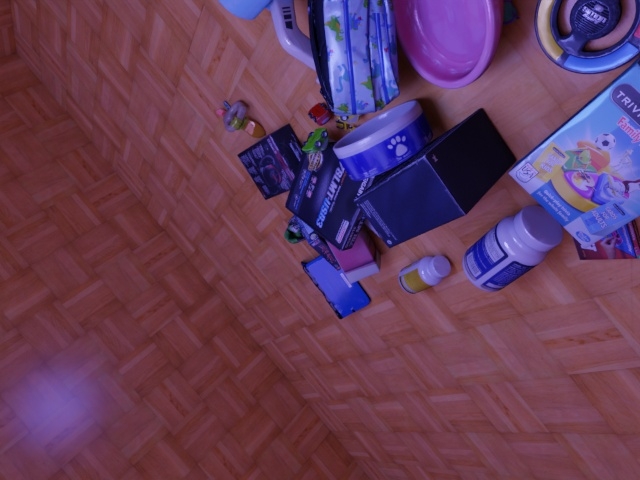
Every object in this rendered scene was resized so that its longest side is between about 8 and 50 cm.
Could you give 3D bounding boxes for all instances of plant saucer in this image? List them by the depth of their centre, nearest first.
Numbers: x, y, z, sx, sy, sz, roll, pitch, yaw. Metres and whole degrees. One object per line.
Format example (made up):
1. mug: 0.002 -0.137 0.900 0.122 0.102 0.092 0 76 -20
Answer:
1. plant saucer: 0.285 -0.512 1.060 0.332 0.084 0.332 53 163 24

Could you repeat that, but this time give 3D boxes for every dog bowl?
1. dog bowl: 0.173 -0.278 1.321 0.265 0.265 0.104 -9 118 52

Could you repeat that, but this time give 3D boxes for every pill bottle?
1. pill bottle: 0.526 0.025 1.314 0.153 0.153 0.265 44 146 8
2. pill bottle: 0.359 0.114 1.635 0.103 0.103 0.184 50 147 -1

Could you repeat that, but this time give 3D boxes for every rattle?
1. rattle: -0.318 -0.484 1.894 0.199 0.142 0.130 23 108 57

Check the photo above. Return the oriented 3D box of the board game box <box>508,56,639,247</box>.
1. board game box: 0.628 -0.174 1.026 0.254 0.079 0.336 46 138 5

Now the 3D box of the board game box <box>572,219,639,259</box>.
1. board game box: 0.674 -0.076 1.161 0.145 0.027 0.281 -5 119 52

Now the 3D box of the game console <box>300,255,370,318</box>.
1. game console: 0.061 0.183 2.115 0.250 0.173 0.293 -32 99 25

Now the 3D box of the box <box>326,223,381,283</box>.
1. box: 0.117 0.013 1.742 0.127 0.148 0.232 -25 107 17

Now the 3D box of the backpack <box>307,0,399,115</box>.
1. backpack: 0.080 -0.495 1.192 0.290 0.273 0.355 -106 22 -74

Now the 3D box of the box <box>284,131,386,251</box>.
1. box: 0.037 -0.165 1.576 0.293 0.073 0.295 40 123 29

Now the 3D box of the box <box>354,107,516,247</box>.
1. box: 0.302 -0.157 1.263 0.183 0.296 0.294 53 147 -4

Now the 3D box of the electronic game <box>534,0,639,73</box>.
1. electronic game: 0.540 -0.443 0.935 0.229 0.048 0.229 30 141 27

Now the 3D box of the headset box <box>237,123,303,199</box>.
1. headset box: -0.161 -0.298 1.822 0.293 0.110 0.218 -14 112 53

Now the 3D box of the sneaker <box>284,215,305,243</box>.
1. sneaker: -0.042 -0.082 1.866 0.134 0.146 0.343 45 145 7

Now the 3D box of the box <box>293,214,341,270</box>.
1. box: 0.000 0.000 1.769 0.233 0.044 0.159 44 -168 -50

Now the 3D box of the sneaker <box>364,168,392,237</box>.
1. sneaker: 0.193 -0.137 1.569 0.152 0.114 0.305 36 144 17

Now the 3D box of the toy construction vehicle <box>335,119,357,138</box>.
1. toy construction vehicle: 0.098 -0.351 1.548 0.098 0.035 0.086 27 140 43

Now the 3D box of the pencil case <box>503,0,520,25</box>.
1. pencil case: 0.379 -0.539 1.010 0.070 0.064 0.152 -16 119 7

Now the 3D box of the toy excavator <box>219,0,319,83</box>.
1. toy excavator: -0.133 -0.668 1.298 0.222 0.433 0.445 -11 86 52

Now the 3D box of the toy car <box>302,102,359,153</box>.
1. toy car: 0.019 -0.347 1.487 0.239 0.225 0.053 8 148 44
